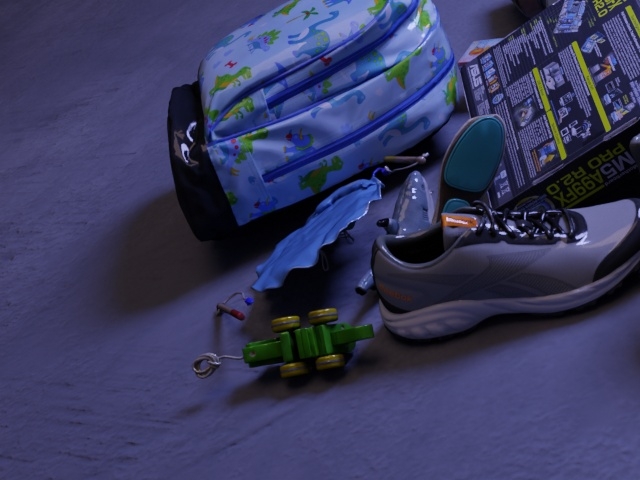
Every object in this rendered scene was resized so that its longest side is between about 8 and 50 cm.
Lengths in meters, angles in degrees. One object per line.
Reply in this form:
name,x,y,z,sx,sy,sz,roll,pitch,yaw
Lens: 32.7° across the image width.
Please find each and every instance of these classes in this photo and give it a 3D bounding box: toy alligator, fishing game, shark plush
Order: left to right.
toy alligator,-0.032,0.105,1.064,0.189,0.056,0.051,-14,-10,20
fishing game,0.000,0.000,1.172,0.264,0.041,0.189,-42,11,-11
shark plush,0.071,-0.001,1.134,0.073,0.067,0.161,12,46,45

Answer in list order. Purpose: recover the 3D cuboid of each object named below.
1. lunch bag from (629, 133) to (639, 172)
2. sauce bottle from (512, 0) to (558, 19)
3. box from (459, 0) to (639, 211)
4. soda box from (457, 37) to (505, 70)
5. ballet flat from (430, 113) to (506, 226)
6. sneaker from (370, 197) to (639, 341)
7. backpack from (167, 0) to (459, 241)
lunch bag,0.442,-0.093,0.924,0.235,0.169,0.287,4,33,44
sauce bottle,0.297,-0.334,1.397,0.111,0.111,0.344,-20,19,7
box,0.263,-0.151,1.145,0.216,0.060,0.270,-33,34,23
soda box,0.265,-0.213,1.332,0.183,0.063,0.058,1,38,36
ballet flat,0.138,-0.050,1.095,0.057,0.168,0.052,18,9,-6
sneaker,0.174,0.011,1.006,0.271,0.108,0.100,-17,29,11
backpack,-0.007,-0.176,1.322,0.355,0.274,0.290,-10,24,0
